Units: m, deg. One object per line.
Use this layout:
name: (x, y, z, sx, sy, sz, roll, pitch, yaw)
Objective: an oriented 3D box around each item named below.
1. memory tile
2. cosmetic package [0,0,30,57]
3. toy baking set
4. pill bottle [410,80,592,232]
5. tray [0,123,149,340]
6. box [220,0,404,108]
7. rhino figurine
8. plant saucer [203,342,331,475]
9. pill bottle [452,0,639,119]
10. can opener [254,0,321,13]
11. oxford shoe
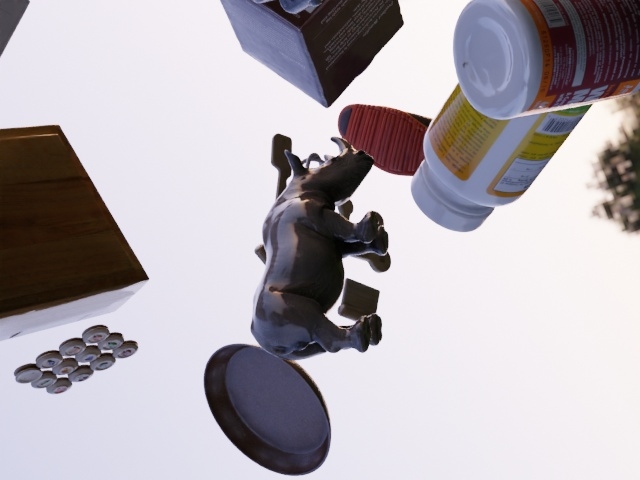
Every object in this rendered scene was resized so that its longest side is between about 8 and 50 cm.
memory tile: (-0.327, 0.162, 1.751, 0.113, 0.148, 0.012, 43, -159, -59)
cosmetic package: (-0.521, -0.166, 1.546, 0.197, 0.155, 0.365, 28, -102, -19)
toy baking set: (-0.005, -0.001, 1.621, 0.256, 0.030, 0.196, 46, -130, -23)
pill bottle: (0.200, -0.125, 1.470, 0.136, 0.245, 0.136, 17, -137, -17)
tray: (-0.359, 0.000, 1.215, 0.411, 0.076, 0.202, -14, -112, -55)
box: (-0.016, -0.317, 1.699, 0.167, 0.168, 0.203, 36, 167, 23)
rhino figurine: (0.000, 0.000, 1.108, 0.073, 0.106, 0.243, 68, -158, -50)
plant saucer: (-0.053, 0.178, 1.415, 0.029, 0.168, 0.168, -40, -72, -46)
pill bottle: (0.246, -0.190, 1.248, 0.221, 0.121, 0.121, -13, -101, -29)
can opener: (-0.007, -0.284, 1.401, 0.073, 0.186, 0.059, -37, -78, -27)
oxford shoe: (0.158, -0.146, 1.992, 0.098, 0.271, 0.096, -40, -30, -66)
